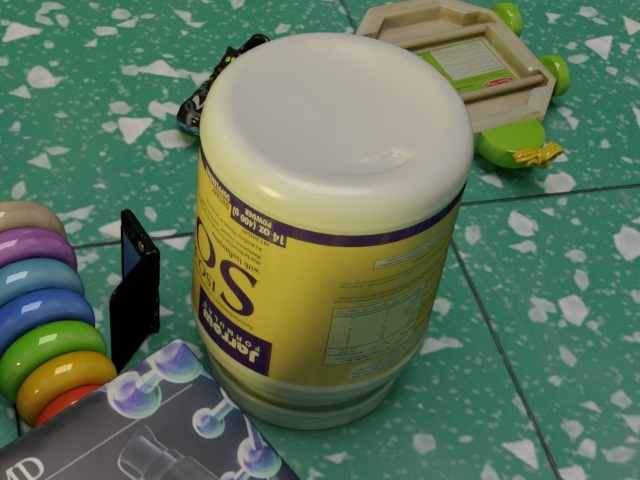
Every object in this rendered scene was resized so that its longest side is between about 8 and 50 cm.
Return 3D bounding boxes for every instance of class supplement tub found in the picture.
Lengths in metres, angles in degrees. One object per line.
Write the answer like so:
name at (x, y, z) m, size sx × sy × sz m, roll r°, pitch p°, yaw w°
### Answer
supplement tub at (0.000, 0.000, 1.161) m, size 0.241 × 0.331 × 0.241 m, roll 5°, pitch 45°, yaw -5°

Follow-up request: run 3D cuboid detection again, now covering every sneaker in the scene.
sneaker at (-0.117, -0.193, 1.507) m, size 0.067 × 0.078 × 0.188 m, roll 25°, pitch 48°, yaw 15°

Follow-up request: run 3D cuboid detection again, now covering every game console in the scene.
game console at (-0.199, 0.050, 1.228) m, size 0.071 × 0.122 × 0.107 m, roll -20°, pitch 52°, yaw -25°

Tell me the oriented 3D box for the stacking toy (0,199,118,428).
stacking toy at (-0.249, 0.119, 1.154) m, size 0.141 × 0.141 × 0.330 m, roll -19°, pitch 55°, yaw -25°

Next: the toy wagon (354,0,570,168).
toy wagon at (0.181, -0.191, 1.561) m, size 0.267 × 0.068 × 0.344 m, roll -16°, pitch 51°, yaw -22°

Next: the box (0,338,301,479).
box at (-0.106, 0.324, 0.860) m, size 0.293 × 0.212 × 0.395 m, roll -33°, pitch 71°, yaw -33°
